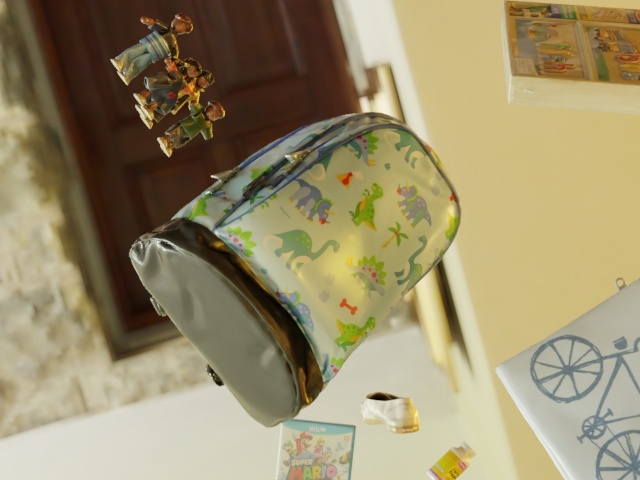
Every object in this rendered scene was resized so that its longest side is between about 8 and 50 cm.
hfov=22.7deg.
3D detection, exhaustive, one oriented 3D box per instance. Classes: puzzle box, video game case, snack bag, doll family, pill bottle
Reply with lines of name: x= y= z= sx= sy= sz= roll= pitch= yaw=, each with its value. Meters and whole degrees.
puzzle box: x=0.449 y=-0.317 z=2.711 sx=0.272 sy=0.052 sz=0.409 roll=5 pitch=-154 yaw=2
video game case: x=-0.010 y=0.369 z=2.524 sx=0.119 sy=0.166 sz=0.015 roll=6 pitch=-173 yaw=3
snack bag: x=0.414 y=0.169 z=1.826 sx=0.342 sy=0.037 sz=0.323 roll=-33 pitch=-129 yaw=1
doll family: x=-0.182 y=-0.199 z=1.982 sx=0.111 sy=0.076 sz=0.193 roll=-35 pitch=146 yaw=-9
pill bottle: x=0.221 y=0.376 z=2.670 sx=0.083 sy=0.043 sz=0.043 roll=-44 pitch=-169 yaw=-5

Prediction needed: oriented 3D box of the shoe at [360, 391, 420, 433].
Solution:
shoe: x=0.119 y=0.282 z=2.696 sx=0.076 sy=0.058 sz=0.219 roll=-10 pitch=-175 yaw=-15

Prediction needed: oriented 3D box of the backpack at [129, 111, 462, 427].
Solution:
backpack: x=0.000 y=0.000 z=1.931 sx=0.273 sy=0.290 sz=0.355 roll=-25 pitch=-166 yaw=47
